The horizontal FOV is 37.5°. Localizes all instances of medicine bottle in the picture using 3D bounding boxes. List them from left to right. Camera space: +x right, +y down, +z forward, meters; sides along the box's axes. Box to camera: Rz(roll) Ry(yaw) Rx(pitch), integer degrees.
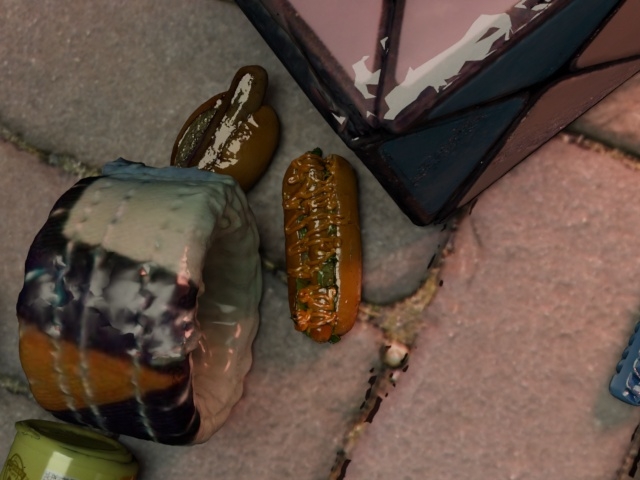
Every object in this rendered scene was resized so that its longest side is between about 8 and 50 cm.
[{"bbox_3d":[-0.254,0.288,0.842,0.124,0.124,0.238,18,86,17],"label":"medicine bottle"}]

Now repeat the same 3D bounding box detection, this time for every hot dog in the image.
[{"bbox_3d":[-0.086,-0.097,0.896,0.090,0.060,0.140,42,89,13],"label":"hot dog"},{"bbox_3d":[0.000,0.000,0.857,0.072,0.055,0.188,-6,79,15],"label":"hot dog"}]

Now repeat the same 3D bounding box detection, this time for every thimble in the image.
[{"bbox_3d":[-0.141,0.048,0.800,0.150,0.237,0.237,7,82,12],"label":"thimble"}]

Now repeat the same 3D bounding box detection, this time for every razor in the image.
[{"bbox_3d":[0.304,0.019,0.782,0.082,0.042,0.253,25,88,-23],"label":"razor"}]

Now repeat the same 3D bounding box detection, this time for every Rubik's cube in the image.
[{"bbox_3d":[0.090,-0.223,0.748,0.305,0.307,0.310,-39,73,3],"label":"Rubik's cube"}]
